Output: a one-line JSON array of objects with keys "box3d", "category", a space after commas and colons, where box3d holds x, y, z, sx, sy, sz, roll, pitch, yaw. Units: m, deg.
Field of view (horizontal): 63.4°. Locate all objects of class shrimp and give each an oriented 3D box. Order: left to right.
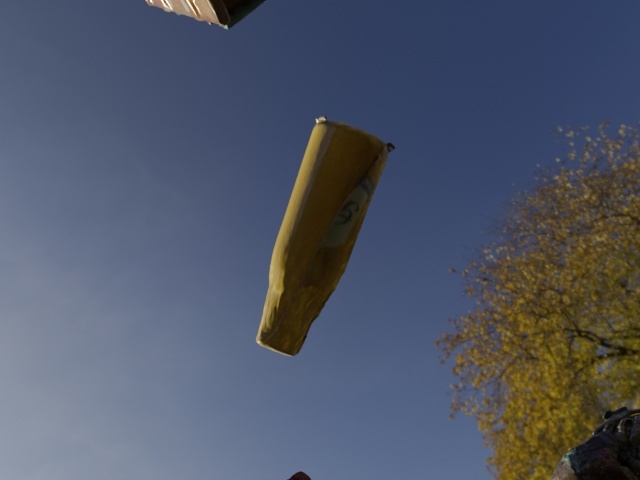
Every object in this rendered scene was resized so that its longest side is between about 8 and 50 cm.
[{"box3d": [0.324, 0.191, 0.485, 0.233, 0.090, 0.079, -21, -49, -2], "category": "shrimp"}]

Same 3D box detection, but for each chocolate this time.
[{"box3d": [0.000, 0.000, 0.979, 0.162, 0.162, 0.445, 22, -97, -30], "category": "chocolate"}]

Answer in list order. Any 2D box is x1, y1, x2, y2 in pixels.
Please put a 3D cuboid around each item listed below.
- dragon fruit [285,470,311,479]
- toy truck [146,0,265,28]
[{"box3d": [0.000, 0.368, 0.671, 0.063, 0.131, 0.097, -37, -34, -41], "category": "dragon fruit"}, {"box3d": [-0.006, -0.271, 0.310, 0.305, 0.136, 0.162, -44, -43, -14], "category": "toy truck"}]
